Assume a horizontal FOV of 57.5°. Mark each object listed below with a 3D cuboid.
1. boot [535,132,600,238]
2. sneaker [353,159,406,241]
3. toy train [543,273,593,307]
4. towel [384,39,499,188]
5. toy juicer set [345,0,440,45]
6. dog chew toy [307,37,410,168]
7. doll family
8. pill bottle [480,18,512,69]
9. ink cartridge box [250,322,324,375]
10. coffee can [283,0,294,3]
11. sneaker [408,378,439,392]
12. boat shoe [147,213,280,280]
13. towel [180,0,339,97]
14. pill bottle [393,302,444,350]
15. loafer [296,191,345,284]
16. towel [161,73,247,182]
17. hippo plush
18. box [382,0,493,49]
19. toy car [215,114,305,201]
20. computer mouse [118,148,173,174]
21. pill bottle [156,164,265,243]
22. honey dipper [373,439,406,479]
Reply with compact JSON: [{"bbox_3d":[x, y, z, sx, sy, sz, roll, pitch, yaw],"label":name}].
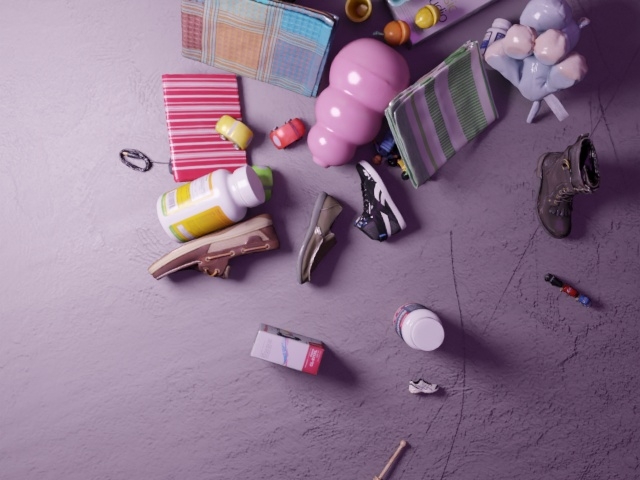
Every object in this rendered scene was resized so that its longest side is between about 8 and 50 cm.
[{"bbox_3d":[0.641,-0.130,1.502,0.091,0.229,0.263,-10,93,-4],"label":"boot"},{"bbox_3d":[0.125,-0.094,1.542,0.121,0.079,0.217,-33,96,-4],"label":"sneaker"},{"bbox_3d":[0.689,0.139,1.613,0.158,0.036,0.027,32,90,-5],"label":"toy train"},{"bbox_3d":[0.318,-0.323,1.487,0.325,0.038,0.248,-41,125,-18],"label":"towel"},{"bbox_3d":[0.232,-0.636,1.442,0.209,0.089,0.329,43,111,3],"label":"toy juicer set"},{"bbox_3d":[0.082,-0.335,1.478,0.206,0.206,0.332,30,99,-5],"label":"dog chew toy"},{"bbox_3d":[0.219,-0.219,1.551,0.193,0.076,0.111,33,94,0],"label":"doll family"},{"bbox_3d":[0.465,-0.523,1.555,0.067,0.067,0.120,21,91,-5],"label":"pill bottle"},{"bbox_3d":[-0.087,0.280,1.518,0.175,0.127,0.072,18,90,-5],"label":"ink cartridge box"},{"bbox_3d":[-0.189,-0.702,1.434,0.201,0.201,0.275,-29,93,-2],"label":"coffee can"},{"bbox_3d":[0.283,0.396,1.597,0.083,0.032,0.037,-3,93,-5],"label":"sneaker"},{"bbox_3d":[-0.268,0.044,1.503,0.342,0.123,0.123,-23,93,-9],"label":"boat shoe"},{"bbox_3d":[-0.159,-0.488,1.424,0.370,0.271,0.040,15,61,-4],"label":"towel"},{"bbox_3d":[0.257,0.226,1.514,0.108,0.180,0.108,0,92,-4],"label":"pill bottle"},{"bbox_3d":[0.000,0.000,1.530,0.087,0.094,0.251,17,91,0],"label":"loafer"},{"bbox_3d":[-0.294,-0.287,1.498,0.198,0.031,0.275,-8,93,-25],"label":"towel"},{"bbox_3d":[0.590,-0.486,1.461,0.294,0.234,0.237,40,75,-28],"label":"hippo plush"},{"bbox_3d":[0.320,-0.688,1.542,0.322,0.058,0.232,-30,94,-3],"label":"box"},{"bbox_3d":[-0.148,-0.211,1.509,0.239,0.053,0.225,-1,94,-17],"label":"toy car"},{"bbox_3d":[-0.405,-0.204,1.519,0.242,0.041,0.071,6,93,-4],"label":"computer mouse"},{"bbox_3d":[-0.269,-0.095,1.456,0.245,0.136,0.136,-21,94,14],"label":"pill bottle"},{"bbox_3d":[0.188,0.618,1.603,0.030,0.030,0.161,37,86,-5],"label":"honey dipper"}]
